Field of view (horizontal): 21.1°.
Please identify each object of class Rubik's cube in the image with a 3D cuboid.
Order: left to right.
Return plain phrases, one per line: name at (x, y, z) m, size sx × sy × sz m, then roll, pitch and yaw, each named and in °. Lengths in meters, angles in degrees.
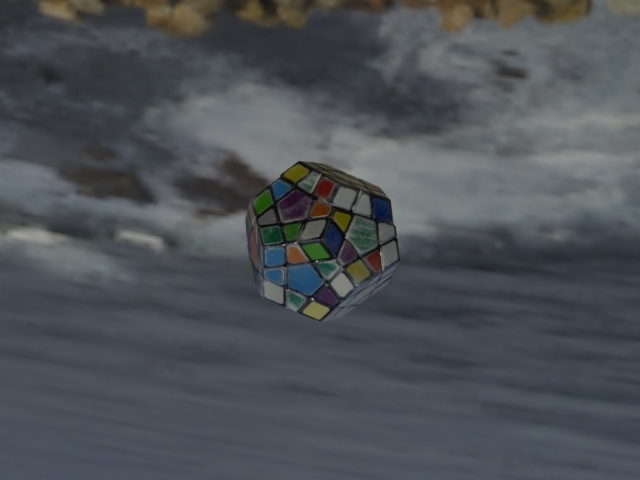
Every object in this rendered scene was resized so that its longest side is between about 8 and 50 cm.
Rubik's cube at (0.000, 0.000, 1.132) m, size 0.111 × 0.093 × 0.111 m, roll 24°, pitch -169°, yaw -5°
